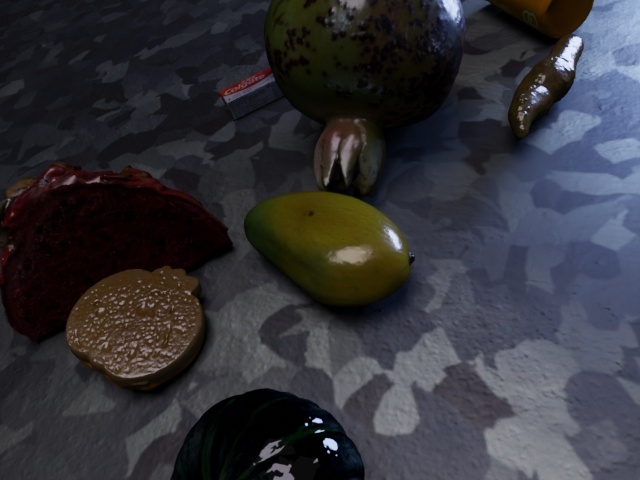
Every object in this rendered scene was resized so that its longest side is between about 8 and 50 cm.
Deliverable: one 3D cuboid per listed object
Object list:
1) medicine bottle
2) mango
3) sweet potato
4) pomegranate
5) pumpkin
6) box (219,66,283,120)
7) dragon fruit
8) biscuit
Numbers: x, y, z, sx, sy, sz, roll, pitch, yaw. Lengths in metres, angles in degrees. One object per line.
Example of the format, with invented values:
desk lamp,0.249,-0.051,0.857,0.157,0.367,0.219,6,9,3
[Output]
medicine bottle,0.351,-0.415,0.908,0.096,0.096,0.192,-27,47,-5
mango,0.006,-0.003,0.676,0.137,0.091,0.237,-35,48,-20
sweet potato,0.328,-0.231,0.781,0.067,0.067,0.274,19,53,32
pomegranate,0.062,-0.220,0.761,0.285,0.285,0.340,4,85,23
pumpkin,-0.048,0.223,0.455,0.194,0.150,0.194,-19,40,16
box,-0.074,-0.291,0.990,0.218,0.039,0.055,-27,48,-5
dragon fruit,-0.305,-0.033,0.734,0.317,0.205,0.152,-24,46,-3
biscuit,-0.220,0.104,0.685,0.170,0.050,0.170,0,51,0
